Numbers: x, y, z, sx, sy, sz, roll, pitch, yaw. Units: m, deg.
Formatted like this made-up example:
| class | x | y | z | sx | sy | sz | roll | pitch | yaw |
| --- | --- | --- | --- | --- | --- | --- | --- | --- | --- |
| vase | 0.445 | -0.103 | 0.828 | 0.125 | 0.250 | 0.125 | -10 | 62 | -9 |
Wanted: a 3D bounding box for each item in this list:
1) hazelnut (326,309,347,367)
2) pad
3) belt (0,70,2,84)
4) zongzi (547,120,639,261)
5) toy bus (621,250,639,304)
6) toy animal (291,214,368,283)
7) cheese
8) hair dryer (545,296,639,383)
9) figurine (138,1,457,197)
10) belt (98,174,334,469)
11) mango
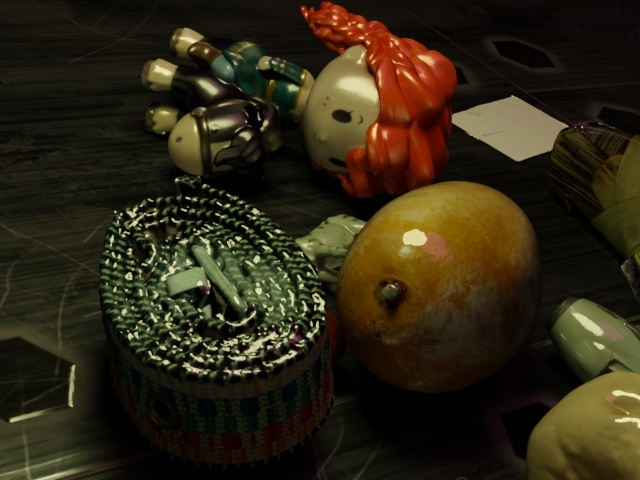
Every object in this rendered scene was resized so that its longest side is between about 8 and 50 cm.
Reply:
| class | x | y | z | sx | sy | sz | roll | pitch | yaw |
| --- | --- | --- | --- | --- | --- | --- | --- | --- | --- |
| hazelnut | -0.013 | 0.102 | 1.301 | 0.086 | 0.086 | 0.086 | 13 | 30 | -8 |
| pad | 0.321 | -0.185 | 2.037 | 0.156 | 0.004 | 0.232 | 35 | 33 | 26 |
| belt | -0.431 | -0.058 | 1.113 | 0.173 | 0.300 | 0.436 | 15 | 30 | -5 |
| zongzi | 0.410 | -0.035 | 1.702 | 0.289 | 0.154 | 0.317 | 23 | 35 | 26 |
| toy bus | 0.520 | 0.075 | 1.466 | 0.288 | 0.175 | 0.138 | 27 | 28 | -25 |
| toy animal | -0.001 | 0.006 | 1.477 | 0.176 | 0.073 | 0.217 | 18 | 22 | 32 |
| cheese | 0.282 | 0.232 | 1.083 | 0.117 | 0.218 | 0.235 | -13 | 80 | -41 |
| hair dryer | 0.409 | 0.158 | 1.449 | 0.267 | 0.092 | 0.229 | 4 | 38 | -41 |
| figurine | -0.033 | -0.181 | 1.646 | 0.412 | 0.241 | 0.306 | -1 | 24 | -12 |
| belt | -0.108 | 0.086 | 1.193 | 0.207 | 0.160 | 0.295 | -23 | 42 | -22 |
| mango | 0.139 | 0.047 | 1.343 | 0.199 | 0.221 | 0.384 | -2 | 2 | 19 |
